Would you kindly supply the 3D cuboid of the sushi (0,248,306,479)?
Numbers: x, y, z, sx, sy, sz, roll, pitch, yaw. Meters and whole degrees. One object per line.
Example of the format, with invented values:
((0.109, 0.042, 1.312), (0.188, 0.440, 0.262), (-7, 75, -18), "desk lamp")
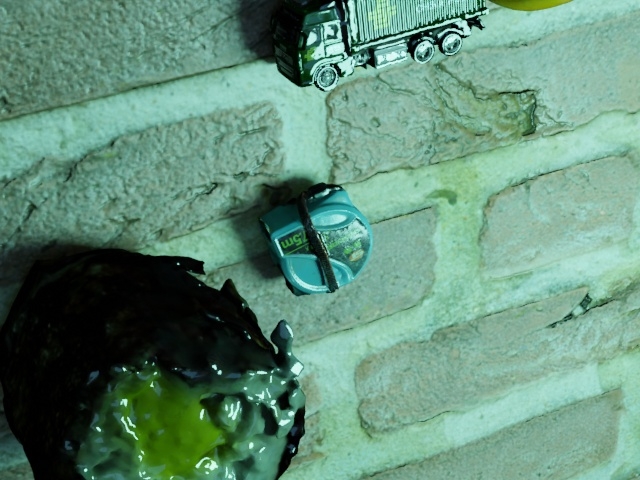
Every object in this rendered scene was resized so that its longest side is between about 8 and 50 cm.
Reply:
((-0.192, 0.174, 1.495), (0.300, 0.294, 0.281), (-3, 115, -28), "sushi")

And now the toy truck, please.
((0.070, -0.266, 1.552), (0.259, 0.088, 0.121), (-18, 122, -21), "toy truck")

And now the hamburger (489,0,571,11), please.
((0.213, -0.436, 1.355), (0.278, 0.396, 0.395), (13, 106, -31), "hamburger")

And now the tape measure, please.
((0.000, 0.000, 1.645), (0.125, 0.081, 0.146), (-28, 124, -10), "tape measure")
